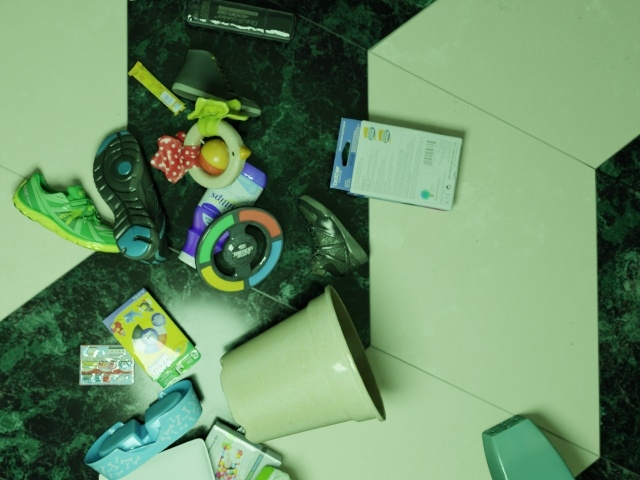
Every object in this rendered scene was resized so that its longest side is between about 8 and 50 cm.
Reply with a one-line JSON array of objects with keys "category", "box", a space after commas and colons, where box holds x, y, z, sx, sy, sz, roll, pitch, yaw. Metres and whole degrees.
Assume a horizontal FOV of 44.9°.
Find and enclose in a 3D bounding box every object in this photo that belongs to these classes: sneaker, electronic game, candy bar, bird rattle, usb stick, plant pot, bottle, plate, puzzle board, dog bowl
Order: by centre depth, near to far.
[{"category": "plant pot", "box": [-0.052, 0.313, 1.788, 0.306, 0.334, 0.333, -24, 91, 5]}, {"category": "bird rattle", "box": [-0.270, -0.211, 1.797, 0.253, 0.143, 0.207, -46, 74, 20]}, {"category": "dog bowl", "box": [-0.405, 0.447, 1.810, 0.297, 0.166, 0.074, -35, 104, -6]}, {"category": "sneaker", "box": [-0.576, -0.063, 1.825, 0.296, 0.109, 0.123, 29, 90, -4]}, {"category": "plate", "box": [-0.356, 0.638, 1.826, 0.278, 0.045, 0.277, -21, 80, 6]}, {"category": "electronic game", "box": [-0.191, 0.023, 1.840, 0.229, 0.048, 0.229, -16, 124, -26]}, {"category": "sneaker", "box": [-0.446, -0.098, 1.842, 0.125, 0.139, 0.340, -18, 71, 9]}, {"category": "bottle", "box": [-0.242, -0.062, 1.867, 0.118, 0.092, 0.282, 32, 86, -3]}, {"category": "puzzle board", "box": [-0.516, 0.301, 1.871, 0.128, 0.011, 0.096, 1, 89, -6]}, {"category": "sneaker", "box": [-0.237, -0.383, 1.881, 0.222, 0.083, 0.118, 19, 83, -7]}, {"category": "sneaker", "box": [0.000, 0.000, 1.893, 0.130, 0.087, 0.227, -40, 98, -12]}, {"category": "candy bar", "box": [-0.399, -0.370, 1.896, 0.161, 0.018, 0.040, 42, 89, -4]}, {"category": "plant pot", "box": [0.504, 0.560, 1.897, 0.166, 0.166, 0.234, -26, 85, -6]}, {"category": "usb stick", "box": [-0.196, -0.547, 1.909, 0.278, 0.045, 0.077, 9, 95, -6]}]

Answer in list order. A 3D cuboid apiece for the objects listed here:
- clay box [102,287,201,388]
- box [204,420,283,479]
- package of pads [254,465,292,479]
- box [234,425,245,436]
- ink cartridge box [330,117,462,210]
[{"category": "clay box", "box": [-0.401, 0.237, 1.861, 0.127, 0.053, 0.222, -41, 92, -10]}, {"category": "box", "box": [-0.206, 0.543, 1.865, 0.186, 0.038, 0.145, 30, 96, 1]}, {"category": "package of pads", "box": [-0.131, 0.704, 1.761, 0.296, 0.101, 0.229, -48, 124, -36]}, {"category": "box", "box": [-0.190, 0.503, 1.895, 0.067, 0.018, 0.083, -39, 93, -6]}, {"category": "ink cartridge box", "box": [0.186, -0.189, 1.931, 0.311, 0.065, 0.185, 10, 88, -8]}]
